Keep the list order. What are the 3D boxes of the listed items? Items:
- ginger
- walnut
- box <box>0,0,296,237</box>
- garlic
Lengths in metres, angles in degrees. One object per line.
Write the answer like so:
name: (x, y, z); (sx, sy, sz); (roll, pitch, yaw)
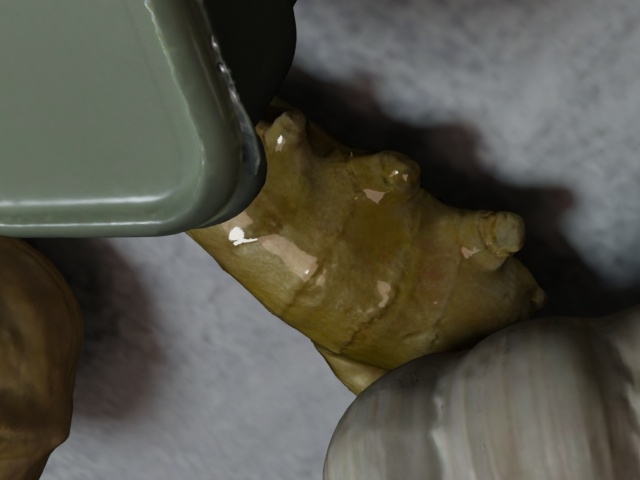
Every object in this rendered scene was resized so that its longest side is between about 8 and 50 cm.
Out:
ginger: (0.012, 0.002, 0.733); (0.205, 0.081, 0.115); (45, 164, -23)
walnut: (-0.188, 0.057, 0.847); (0.167, 0.149, 0.166); (1, 96, 15)
box: (-0.078, -0.152, 0.580); (0.138, 0.178, 0.274); (1, 127, 28)
garlic: (0.114, 0.141, 0.683); (0.219, 0.212, 0.218); (-4, 150, -2)
